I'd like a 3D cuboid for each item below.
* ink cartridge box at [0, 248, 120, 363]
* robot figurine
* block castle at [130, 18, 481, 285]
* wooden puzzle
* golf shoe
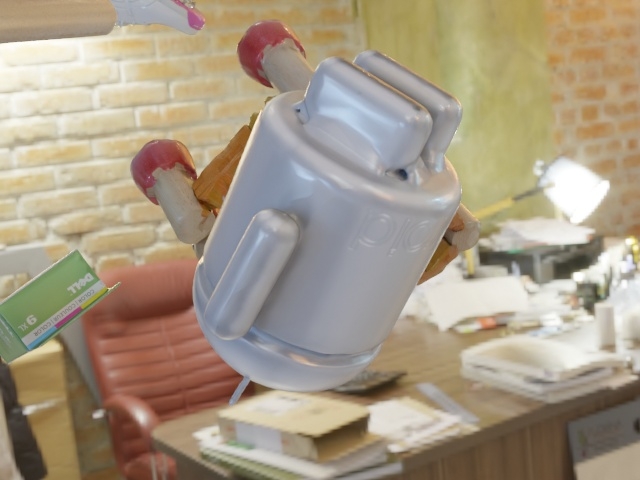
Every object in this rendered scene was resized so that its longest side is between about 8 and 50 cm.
[{"bbox_3d":[-0.301,0.071,1.065,0.109,0.062,0.209,-39,7,-27],"label":"ink cartridge box"},{"bbox_3d":[0.000,0.000,0.924,0.199,0.354,0.300,37,30,20],"label":"robot figurine"},{"bbox_3d":[-0.015,-0.065,1.374,0.453,0.303,0.213,36,12,-42],"label":"block castle"},{"bbox_3d":[-0.466,-0.339,1.194,0.347,0.081,0.322,36,23,8],"label":"wooden puzzle"},{"bbox_3d":[-0.346,-0.403,1.657,0.306,0.140,0.115,26,12,2],"label":"golf shoe"}]
